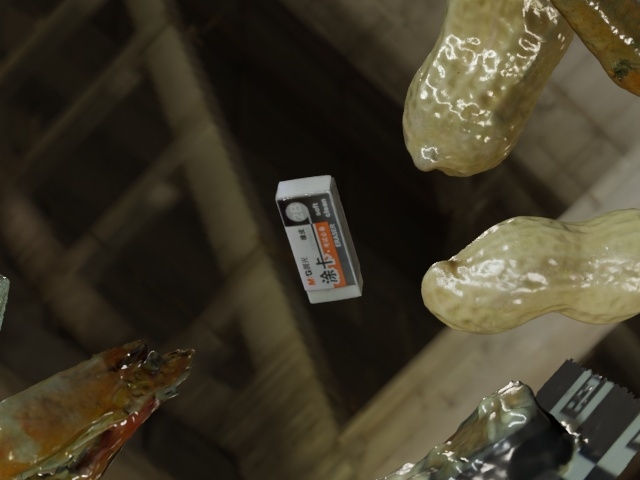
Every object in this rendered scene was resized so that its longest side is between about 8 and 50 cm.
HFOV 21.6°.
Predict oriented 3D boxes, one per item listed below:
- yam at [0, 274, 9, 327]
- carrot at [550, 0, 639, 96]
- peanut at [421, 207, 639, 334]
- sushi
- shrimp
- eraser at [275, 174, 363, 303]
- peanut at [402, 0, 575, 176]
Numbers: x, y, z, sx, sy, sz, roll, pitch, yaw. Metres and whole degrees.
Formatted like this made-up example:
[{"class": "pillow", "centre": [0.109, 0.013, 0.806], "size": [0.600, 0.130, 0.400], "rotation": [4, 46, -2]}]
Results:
[{"class": "yam", "centre": [-0.362, 0.025, 1.281], "size": [0.259, 0.093, 0.093], "rotation": [21, -172, 8]}, {"class": "carrot", "centre": [0.237, -0.244, 1.590], "size": [0.298, 0.078, 0.078], "rotation": [40, -168, -24]}, {"class": "peanut", "centre": [0.162, 0.022, 1.158], "size": [0.082, 0.187, 0.082], "rotation": [174, 90, -85]}, {"class": "sushi", "centre": [0.061, 0.212, 1.242], "size": [0.100, 0.373, 0.296], "rotation": [42, 180, -6]}, {"class": "shrimp", "centre": [-0.217, 0.175, 1.396], "size": [0.062, 0.294, 0.154], "rotation": [33, 148, 45]}, {"class": "eraser", "centre": [0.000, 0.000, 1.504], "size": [0.029, 0.052, 0.122], "rotation": [-79, -24, -52]}, {"class": "peanut", "centre": [0.197, -0.204, 1.860], "size": [0.143, 0.291, 0.159], "rotation": [33, -162, 38]}]
